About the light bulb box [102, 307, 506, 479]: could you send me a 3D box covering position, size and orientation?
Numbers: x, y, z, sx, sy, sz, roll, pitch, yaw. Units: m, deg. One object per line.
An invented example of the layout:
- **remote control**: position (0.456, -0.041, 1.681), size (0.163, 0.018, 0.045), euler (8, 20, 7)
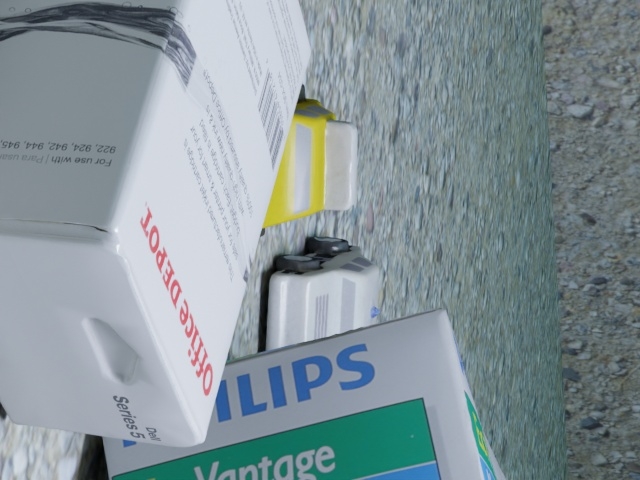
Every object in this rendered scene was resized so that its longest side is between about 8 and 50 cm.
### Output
- **light bulb box**: position (0.034, 0.288, 1.201), size (0.358, 0.225, 0.361), euler (65, 12, -63)

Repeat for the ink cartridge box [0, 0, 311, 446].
- **ink cartridge box**: position (-0.100, -0.059, 0.994), size (0.198, 0.114, 0.273), euler (74, 25, -53)

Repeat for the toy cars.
- **toy cars**: position (0.000, 0.000, 1.459), size (0.394, 0.087, 0.176), euler (73, 26, -56)
